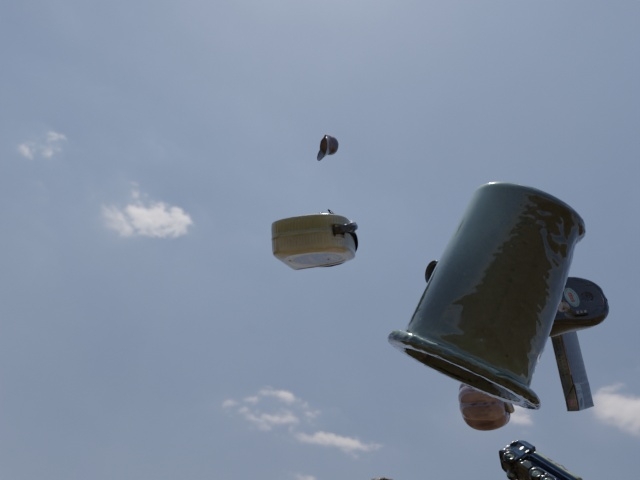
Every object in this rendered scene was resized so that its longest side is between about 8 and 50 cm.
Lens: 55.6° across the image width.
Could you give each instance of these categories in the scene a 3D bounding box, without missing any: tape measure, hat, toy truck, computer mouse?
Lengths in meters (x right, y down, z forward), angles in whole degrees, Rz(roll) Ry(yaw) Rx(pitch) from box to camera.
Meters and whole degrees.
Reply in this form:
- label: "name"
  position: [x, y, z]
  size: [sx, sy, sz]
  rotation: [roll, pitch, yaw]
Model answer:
- label: "tape measure"
  position: [0.000, 0.000, 1.695]
  size: [0.232, 0.132, 0.271]
  rotation: [-7, -17, 10]
- label: "hat"
  position: [0.021, -0.217, 1.445]
  size: [0.042, 0.087, 0.058]
  rotation: [19, -60, -12]
- label: "toy truck"
  position: [0.499, 0.524, 1.365]
  size: [0.202, 0.088, 0.074]
  rotation: [22, -46, 58]
- label: "computer mouse"
  position: [0.594, 0.169, 1.517]
  size: [0.234, 0.137, 0.096]
  rotation: [-4, -43, -2]

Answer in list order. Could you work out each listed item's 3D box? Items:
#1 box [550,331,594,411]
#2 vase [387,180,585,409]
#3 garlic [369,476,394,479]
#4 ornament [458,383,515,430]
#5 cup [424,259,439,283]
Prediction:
- label: "box"
  position: [0.851, 0.410, 2.073]
  size: [0.047, 0.324, 0.180]
  rotation: [-19, -19, 35]
- label: "vase"
  position: [0.268, 0.077, 0.925]
  size: [0.245, 0.291, 0.245]
  rotation: [26, -13, 7]
- label: "garlic"
  position: [0.219, 0.848, 1.954]
  size: [0.228, 0.152, 0.227]
  rotation: [19, -25, 9]
- label: "ornament"
  position: [0.509, 0.490, 1.852]
  size: [0.178, 0.177, 0.177]
  rotation: [8, -40, 7]
- label: "cup"
  position: [0.325, 0.089, 1.558]
  size: [0.077, 0.078, 0.100]
  rotation: [14, -14, -25]
